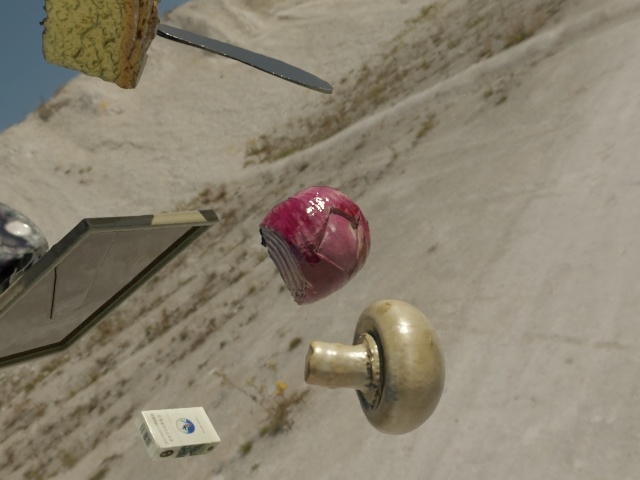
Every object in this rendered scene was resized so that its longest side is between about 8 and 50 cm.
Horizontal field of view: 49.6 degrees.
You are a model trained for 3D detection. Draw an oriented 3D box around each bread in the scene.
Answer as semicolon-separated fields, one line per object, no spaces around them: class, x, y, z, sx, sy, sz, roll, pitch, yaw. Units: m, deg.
bread;-0.295;-0.288;0.924;0.127;0.147;0.152;-116;38;-76

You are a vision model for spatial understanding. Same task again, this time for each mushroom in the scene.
mushroom;0.094;0.184;1.068;0.206;0.209;0.206;-45;26;29

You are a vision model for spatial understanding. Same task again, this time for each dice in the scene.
dice;-0.578;0.046;1.152;0.181;0.183;0.182;-62;-4;31

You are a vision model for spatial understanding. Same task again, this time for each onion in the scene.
onion;0.000;0.000;1.593;0.247;0.250;0.111;-29;0;-4

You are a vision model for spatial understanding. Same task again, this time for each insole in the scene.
insole;-0.124;-0.301;1.149;0.110;0.309;0.012;-100;28;-60

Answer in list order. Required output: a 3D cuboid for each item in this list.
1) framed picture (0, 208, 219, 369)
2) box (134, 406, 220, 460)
framed picture;-0.405;0.091;1.128;0.446;0.028;0.326;-38;-11;20
box;-0.160;0.215;0.776;0.083;0.054;0.024;9;-61;-45
